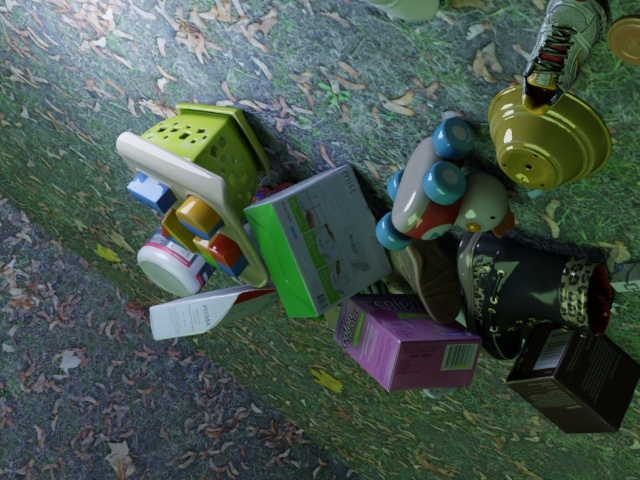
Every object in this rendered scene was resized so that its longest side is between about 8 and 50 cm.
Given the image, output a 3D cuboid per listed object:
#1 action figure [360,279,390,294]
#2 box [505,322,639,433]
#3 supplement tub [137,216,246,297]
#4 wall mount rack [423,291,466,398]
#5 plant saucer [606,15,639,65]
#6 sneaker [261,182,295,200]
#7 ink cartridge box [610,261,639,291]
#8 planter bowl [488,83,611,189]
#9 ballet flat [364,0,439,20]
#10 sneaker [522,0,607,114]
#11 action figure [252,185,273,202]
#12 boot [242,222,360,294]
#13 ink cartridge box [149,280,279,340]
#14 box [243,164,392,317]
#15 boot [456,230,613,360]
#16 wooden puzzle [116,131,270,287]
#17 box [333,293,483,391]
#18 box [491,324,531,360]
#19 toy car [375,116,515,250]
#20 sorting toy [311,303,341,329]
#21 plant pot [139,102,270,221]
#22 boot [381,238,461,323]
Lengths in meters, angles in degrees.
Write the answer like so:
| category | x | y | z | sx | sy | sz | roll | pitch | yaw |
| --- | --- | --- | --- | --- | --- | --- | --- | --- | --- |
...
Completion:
| category | x | y | z | sx | sy | sz | roll | pitch | yaw |
| --- | --- | --- | --- | --- | --- | --- | --- | --- | --- |
| action figure | 0.155 | 0.189 | 2.097 | 0.232 | 0.064 | 0.137 | 64 | 155 | 11 |
| box | 0.557 | 0.300 | 1.881 | 0.203 | 0.168 | 0.167 | 40 | 153 | -12 |
| supplement tub | -0.340 | -0.001 | 2.280 | 0.191 | 0.272 | 0.191 | 27 | 153 | 15 |
| wall mount rack | 0.262 | 0.202 | 2.083 | 0.304 | 0.131 | 0.350 | 63 | 155 | 29 |
| plant saucer | 0.442 | -0.277 | 1.193 | 0.084 | 0.013 | 0.083 | 26 | 153 | 14 |
| sneaker | 0.000 | -0.024 | 2.029 | 0.314 | 0.116 | 0.136 | 36 | 153 | -4 |
| ink cartridge box | 0.586 | 0.067 | 1.581 | 0.028 | 0.048 | 0.083 | 44 | 151 | -20 |
| planter bowl | 0.362 | -0.149 | 1.420 | 0.217 | 0.090 | 0.217 | 26 | 153 | 15 |
| ballet flat | 0.041 | -0.450 | 1.226 | 0.139 | 0.139 | 0.400 | 8 | 144 | 43 |
| sneaker | 0.347 | -0.266 | 1.233 | 0.088 | 0.092 | 0.225 | 26 | 153 | 17 |
| action figure | -0.148 | -0.115 | 2.145 | 0.038 | 0.030 | 0.115 | 49 | 149 | -18 |
| boot | -0.044 | 0.042 | 2.233 | 0.338 | 0.118 | 0.223 | 36 | 148 | -22 |
| ink cartridge box | -0.172 | 0.157 | 2.086 | 0.385 | 0.091 | 0.308 | -9 | -179 | 23 |
| box | 0.000 | 0.000 | 1.841 | 0.127 | 0.231 | 0.261 | -10 | 106 | 55 |
| boot | 0.449 | 0.142 | 1.767 | 0.284 | 0.138 | 0.377 | 13 | 137 | 36 |
| wooden puzzle | -0.285 | -0.047 | 1.844 | 0.322 | 0.080 | 0.347 | 27 | 154 | 30 |
| box | 0.185 | 0.213 | 1.841 | 0.214 | 0.117 | 0.243 | 2 | -161 | -29 |
| box | 0.424 | 0.225 | 2.055 | 0.145 | 0.038 | 0.186 | 39 | 153 | -9 |
| toy car | 0.264 | -0.066 | 1.580 | 0.238 | 0.210 | 0.219 | 25 | 144 | -11 |
| sorting toy | 0.090 | 0.221 | 2.433 | 0.348 | 0.047 | 0.196 | 19 | 154 | 28 |
| plant pot | -0.261 | -0.185 | 1.947 | 0.228 | 0.207 | 0.227 | 13 | 147 | 37 |
| boot | 0.208 | 0.078 | 1.890 | 0.261 | 0.095 | 0.203 | 66 | 159 | 13 |
